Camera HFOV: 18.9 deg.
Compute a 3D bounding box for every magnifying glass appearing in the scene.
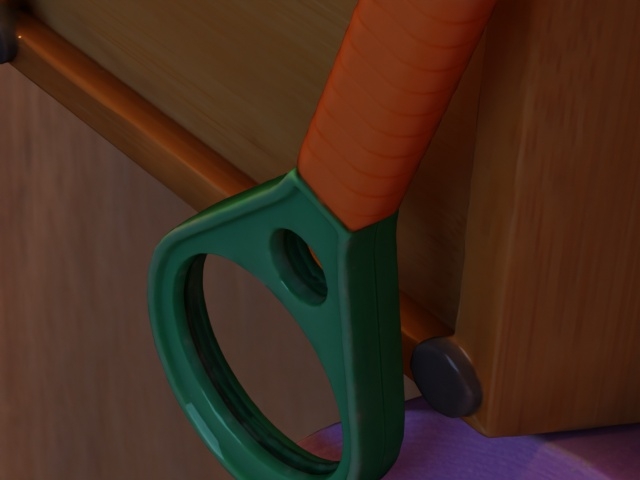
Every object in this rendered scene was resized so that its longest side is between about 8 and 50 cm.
[{"bbox_3d":[0.000,0.000,0.494,0.092,0.026,0.231,49,147,17],"label":"magnifying glass"}]

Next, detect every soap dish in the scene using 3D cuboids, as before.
[{"bbox_3d":[0.005,-0.097,0.543,0.291,0.118,0.229,37,143,32],"label":"soap dish"}]

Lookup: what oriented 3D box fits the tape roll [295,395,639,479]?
[{"bbox_3d":[0.077,0.178,0.596,0.275,0.090,0.275,13,108,43],"label":"tape roll"}]
